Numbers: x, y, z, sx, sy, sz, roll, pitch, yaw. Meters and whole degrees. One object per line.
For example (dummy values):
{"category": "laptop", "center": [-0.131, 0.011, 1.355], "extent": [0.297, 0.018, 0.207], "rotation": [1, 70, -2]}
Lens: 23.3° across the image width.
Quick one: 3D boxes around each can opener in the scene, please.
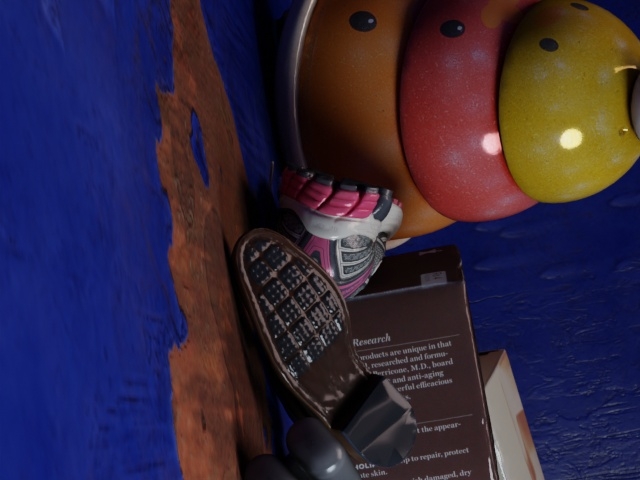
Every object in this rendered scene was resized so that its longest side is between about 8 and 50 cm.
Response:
{"category": "can opener", "center": [-0.010, 0.182, 1.125], "extent": [0.093, 0.074, 0.280], "rotation": [46, -8, 17]}

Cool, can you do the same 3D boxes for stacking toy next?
{"category": "stacking toy", "center": [0.224, -0.151, 1.597], "extent": [0.350, 0.479, 0.351], "rotation": [-8, 100, -54]}

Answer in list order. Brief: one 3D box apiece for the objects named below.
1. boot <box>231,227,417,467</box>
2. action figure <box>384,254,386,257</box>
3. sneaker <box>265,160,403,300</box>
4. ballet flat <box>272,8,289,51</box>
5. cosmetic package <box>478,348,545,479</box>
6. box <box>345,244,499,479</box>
{"category": "boot", "center": [-0.023, 0.083, 1.175], "extent": [0.106, 0.082, 0.219], "rotation": [1, -51, 55]}
{"category": "action figure", "center": [0.037, -0.029, 1.863], "extent": [0.285, 0.099, 0.185], "rotation": [57, 36, -67]}
{"category": "sneaker", "center": [0.000, 0.000, 1.367], "extent": [0.299, 0.120, 0.112], "rotation": [11, 95, -83]}
{"category": "ballet flat", "center": [0.025, -0.173, 1.892], "extent": [0.348, 0.123, 0.123], "rotation": [71, 10, -64]}
{"category": "cosmetic package", "center": [0.177, 0.292, 1.820], "extent": [0.129, 0.153, 0.296], "rotation": [-45, 122, -61]}
{"category": "box", "center": [0.068, 0.129, 1.453], "extent": [0.168, 0.167, 0.203], "rotation": [-71, 150, -79]}
